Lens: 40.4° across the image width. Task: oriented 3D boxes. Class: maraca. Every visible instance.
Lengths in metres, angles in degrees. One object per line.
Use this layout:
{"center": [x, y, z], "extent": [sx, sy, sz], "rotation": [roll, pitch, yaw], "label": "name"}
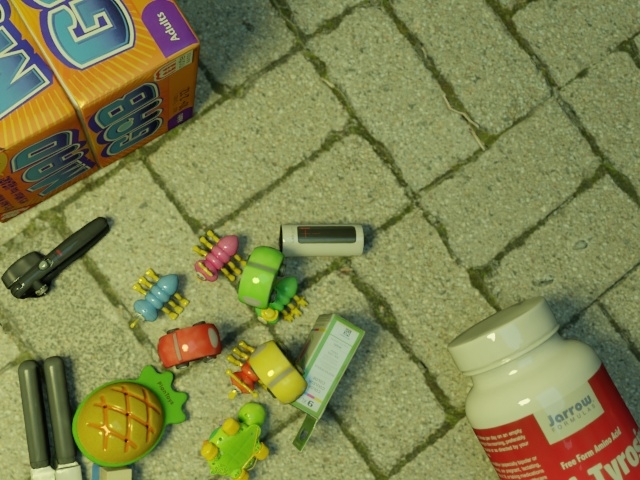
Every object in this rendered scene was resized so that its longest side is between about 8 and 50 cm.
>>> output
{"center": [-0.290, 0.268, 1.334], "extent": [0.186, 0.099, 0.127], "rotation": [-31, 85, -36], "label": "maraca"}

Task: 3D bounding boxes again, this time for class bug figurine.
{"center": [-0.154, 0.109, 1.383], "extent": [0.279, 0.072, 0.216], "rotation": [36, 79, -3], "label": "bug figurine"}

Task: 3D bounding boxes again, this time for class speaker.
{"center": [0.000, 0.000, 1.430], "extent": [0.136, 0.055, 0.055], "rotation": [0, 83, -8], "label": "speaker"}

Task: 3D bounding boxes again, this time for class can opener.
{"center": [-0.408, 0.025, 1.360], "extent": [0.186, 0.059, 0.073], "rotation": [-38, 89, -11], "label": "can opener"}
{"center": [-0.404, 0.319, 1.305], "extent": [0.076, 0.095, 0.283], "rotation": [-8, 91, -10], "label": "can opener"}

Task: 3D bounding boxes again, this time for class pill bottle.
{"center": [0.372, 0.304, 1.362], "extent": [0.229, 0.229, 0.407], "rotation": [-29, 88, -11], "label": "pill bottle"}

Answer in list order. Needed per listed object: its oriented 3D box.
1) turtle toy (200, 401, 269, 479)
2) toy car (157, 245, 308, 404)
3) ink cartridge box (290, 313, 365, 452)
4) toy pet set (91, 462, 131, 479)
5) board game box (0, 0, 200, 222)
{"center": [-0.131, 0.312, 1.364], "extent": [0.130, 0.066, 0.095], "rotation": [-49, 115, -14], "label": "turtle toy"}
{"center": [-0.113, 0.112, 1.311], "extent": [0.239, 0.053, 0.224], "rotation": [16, 81, 7], "label": "toy car"}
{"center": [-0.013, 0.220, 1.372], "extent": [0.062, 0.109, 0.209], "rotation": [29, 80, -7], "label": "ink cartridge box"}
{"center": [-0.327, 0.396, 1.325], "extent": [0.122, 0.065, 0.114], "rotation": [2, 89, -32], "label": "toy pet set"}
{"center": [-0.420, -0.286, 1.244], "extent": [0.356, 0.356, 0.356], "rotation": [-32, 89, -12], "label": "board game box"}
